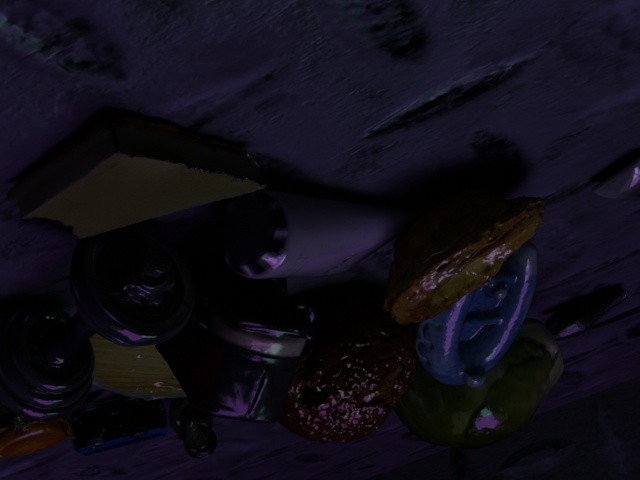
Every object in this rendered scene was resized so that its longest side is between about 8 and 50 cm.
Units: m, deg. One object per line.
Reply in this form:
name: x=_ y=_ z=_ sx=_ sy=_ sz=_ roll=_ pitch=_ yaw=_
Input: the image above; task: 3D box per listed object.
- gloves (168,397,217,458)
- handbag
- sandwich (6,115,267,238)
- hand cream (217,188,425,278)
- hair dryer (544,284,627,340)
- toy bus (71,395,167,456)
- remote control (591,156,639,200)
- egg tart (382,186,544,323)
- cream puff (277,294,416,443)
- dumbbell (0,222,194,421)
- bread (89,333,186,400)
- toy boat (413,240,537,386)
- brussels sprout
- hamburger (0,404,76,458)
gloves: x=-0.251 y=0.352 z=2.238 sx=0.107 sy=0.135 sz=0.268 roll=11 pitch=142 yaw=-3
handbag: x=-0.129 y=0.125 z=1.578 sx=0.181 sy=0.254 sz=0.181 roll=14 pitch=105 yaw=-27
sandwich: x=-0.224 y=-0.065 z=1.336 sx=0.212 sy=0.063 sz=0.245 roll=-27 pitch=156 yaw=32
hand cream: x=0.000 y=0.000 z=1.599 sx=0.185 sy=0.118 sz=0.359 roll=-38 pitch=158 yaw=26
hair dryer: x=0.603 y=0.172 z=2.550 sx=0.196 sy=0.075 sz=0.219 roll=-30 pitch=167 yaw=6
toy bus: x=-0.390 y=0.355 z=2.174 sx=0.185 sy=0.090 sz=0.106 roll=-13 pitch=159 yaw=-5
remote control: x=0.592 y=-0.095 z=1.877 sx=0.313 sy=0.055 sz=0.109 roll=1 pitch=152 yaw=-39
egg tart: x=0.204 y=0.009 z=1.697 sx=0.294 sy=0.123 sz=0.294 roll=-35 pitch=165 yaw=-11
cream puff: x=0.051 y=0.237 z=1.981 sx=0.303 sy=0.212 sz=0.303 roll=-44 pitch=166 yaw=-14
dumbbell: x=-0.325 y=0.116 z=1.527 sx=0.179 sy=0.179 sz=0.406 roll=4 pitch=150 yaw=-42
bread: x=-0.264 y=0.177 z=1.815 sx=0.302 sy=0.045 sz=0.301 roll=-3 pitch=145 yaw=-2
toy boat: x=0.288 y=0.146 z=2.017 sx=0.215 sy=0.123 sz=0.330 roll=-5 pitch=133 yaw=-31
brussels sprout: x=0.319 y=0.280 z=2.284 sx=0.355 sy=0.281 sz=0.289 roll=-22 pitch=160 yaw=-14
hamburger: x=-0.525 y=0.323 z=1.986 sx=0.164 sy=0.093 sz=0.189 roll=-12 pitch=159 yaw=-20
